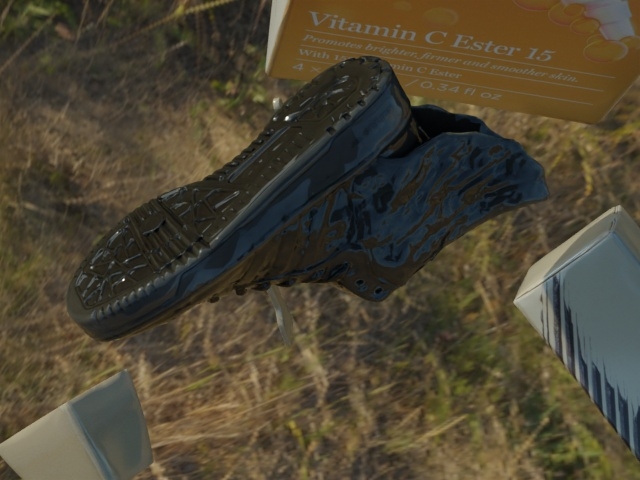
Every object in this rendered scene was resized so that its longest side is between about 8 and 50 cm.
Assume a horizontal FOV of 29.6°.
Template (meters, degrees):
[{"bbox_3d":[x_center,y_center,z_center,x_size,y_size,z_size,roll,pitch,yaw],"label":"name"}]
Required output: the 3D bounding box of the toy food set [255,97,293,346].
[{"bbox_3d":[-0.046,-0.019,1.016,0.039,0.132,0.192,-7,43,14],"label":"toy food set"}]

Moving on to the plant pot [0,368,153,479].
[{"bbox_3d":[-0.230,0.204,1.189,0.096,0.109,0.109,59,27,2],"label":"plant pot"}]

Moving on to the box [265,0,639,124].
[{"bbox_3d":[0.107,-0.220,0.611,0.215,0.345,0.168,8,67,-8],"label":"box"}]

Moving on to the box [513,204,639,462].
[{"bbox_3d":[0.268,0.114,0.902,0.094,0.113,0.275,-39,88,20],"label":"box"}]

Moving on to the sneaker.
[{"bbox_3d":[-0.001,-0.001,0.443,0.170,0.051,0.089,-39,128,-6],"label":"sneaker"}]
